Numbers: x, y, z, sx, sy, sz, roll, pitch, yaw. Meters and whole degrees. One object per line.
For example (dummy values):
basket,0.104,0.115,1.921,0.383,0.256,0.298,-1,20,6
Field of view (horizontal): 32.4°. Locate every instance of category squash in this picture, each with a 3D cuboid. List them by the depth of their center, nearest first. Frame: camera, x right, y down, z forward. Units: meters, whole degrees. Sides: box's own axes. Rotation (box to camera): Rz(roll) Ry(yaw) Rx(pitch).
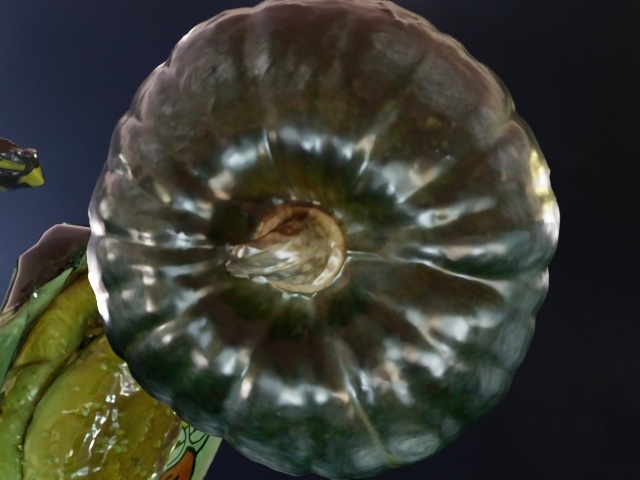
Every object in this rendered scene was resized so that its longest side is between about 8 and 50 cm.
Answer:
squash,0.002,-0.001,0.491,0.218,0.218,0.172,-5,-177,-16

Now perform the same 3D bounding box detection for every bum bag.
bum bag,-0.434,-0.113,1.289,0.232,0.107,0.060,25,-124,-14

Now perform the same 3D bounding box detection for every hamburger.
hamburger,-0.139,0.103,0.681,0.125,0.214,0.235,15,164,24
